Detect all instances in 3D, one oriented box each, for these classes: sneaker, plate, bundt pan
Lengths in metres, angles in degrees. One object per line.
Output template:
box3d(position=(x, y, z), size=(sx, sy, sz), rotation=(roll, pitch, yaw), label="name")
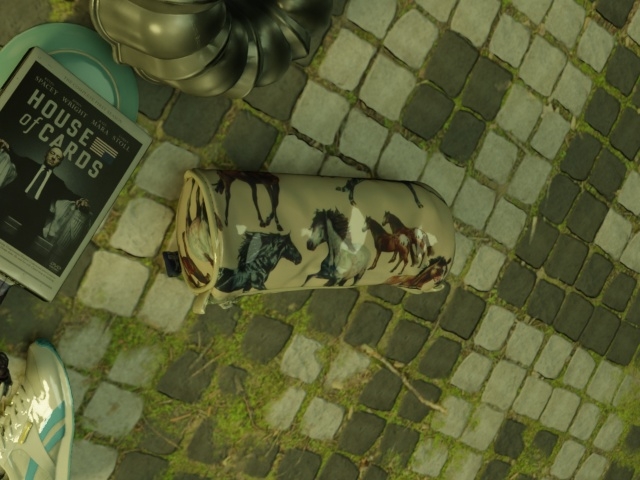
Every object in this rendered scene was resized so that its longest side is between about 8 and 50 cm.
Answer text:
box3d(position=(-0.366, 0.236, 1.150), size=(0.092, 0.087, 0.228), rotation=(-1, 103, -28), label="sneaker")
box3d(position=(-0.308, -0.167, 1.100), size=(0.188, 0.024, 0.188), rotation=(-10, 109, -29), label="plate")
box3d(position=(-0.097, -0.305, 1.048), size=(0.331, 0.124, 0.330), rotation=(-31, 142, -28), label="bundt pan")

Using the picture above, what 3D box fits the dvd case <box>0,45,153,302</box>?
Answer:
box3d(position=(-0.322, -0.076, 1.045), size=(0.179, 0.030, 0.238), rotation=(39, 67, -30), label="dvd case")

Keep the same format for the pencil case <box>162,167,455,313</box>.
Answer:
box3d(position=(0.000, 0.000, 1.248), size=(0.410, 0.160, 0.183), rotation=(0, 96, -31), label="pencil case")

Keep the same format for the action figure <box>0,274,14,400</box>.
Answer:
box3d(position=(-0.428, 0.097, 1.057), size=(0.185, 0.099, 0.285), rotation=(27, 82, -17), label="action figure")
